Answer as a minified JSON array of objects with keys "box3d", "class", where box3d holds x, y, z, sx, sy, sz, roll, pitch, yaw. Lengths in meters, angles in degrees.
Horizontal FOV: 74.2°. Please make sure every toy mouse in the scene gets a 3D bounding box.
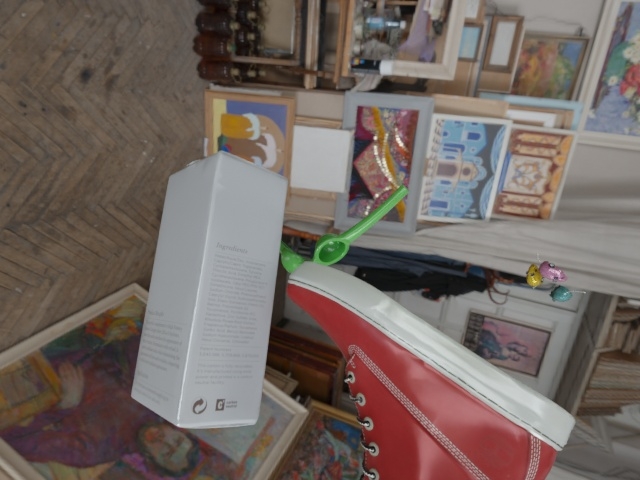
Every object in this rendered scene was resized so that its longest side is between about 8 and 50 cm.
[{"box3d":[0.547,0.102,1.000,0.031,0.143,0.161,-38,126,-11],"class":"toy mouse"}]

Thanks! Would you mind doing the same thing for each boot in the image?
[{"box3d":[0.035,0.137,0.335,0.176,0.244,0.088,-55,153,-5],"class":"boot"}]

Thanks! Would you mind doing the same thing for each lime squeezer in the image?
[{"box3d":[0.000,0.000,0.671,0.059,0.310,0.110,46,48,-33],"class":"lime squeezer"}]

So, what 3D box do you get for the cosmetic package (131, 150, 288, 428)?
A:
[{"box3d":[-0.106,0.045,0.410,0.085,0.117,0.231,17,76,-40],"class":"cosmetic package"}]
